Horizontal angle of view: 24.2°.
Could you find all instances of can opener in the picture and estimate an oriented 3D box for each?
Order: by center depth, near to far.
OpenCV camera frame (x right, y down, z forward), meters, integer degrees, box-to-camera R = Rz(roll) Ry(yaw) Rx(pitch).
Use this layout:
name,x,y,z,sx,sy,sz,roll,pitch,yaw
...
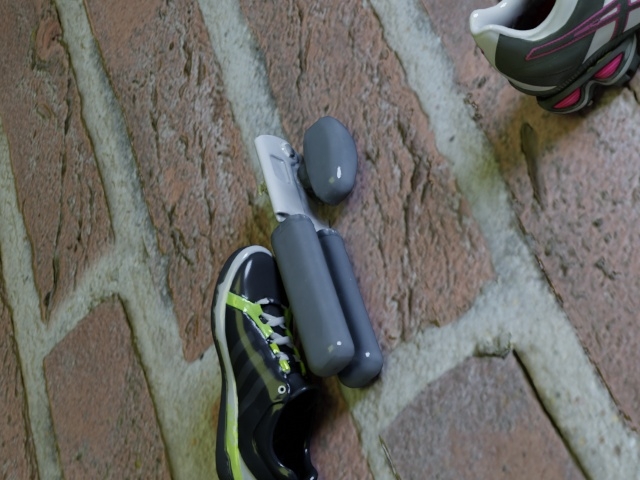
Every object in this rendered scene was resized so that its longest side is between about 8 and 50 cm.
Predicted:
name,x,y,z,sx,sy,sz,roll,pitch,yaw
can opener,0.000,0.000,1.331,0.093,0.074,0.280,-39,46,30

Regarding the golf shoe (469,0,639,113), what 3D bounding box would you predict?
name,x,y,z,sx,sy,sz,roll,pitch,yaw
golf shoe,0.236,-0.216,1.136,0.273,0.120,0.105,-48,40,20

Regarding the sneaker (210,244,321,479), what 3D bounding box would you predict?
name,x,y,z,sx,sy,sz,roll,pitch,yaw
sneaker,-0.034,0.118,1.306,0.097,0.084,0.235,-9,80,40
